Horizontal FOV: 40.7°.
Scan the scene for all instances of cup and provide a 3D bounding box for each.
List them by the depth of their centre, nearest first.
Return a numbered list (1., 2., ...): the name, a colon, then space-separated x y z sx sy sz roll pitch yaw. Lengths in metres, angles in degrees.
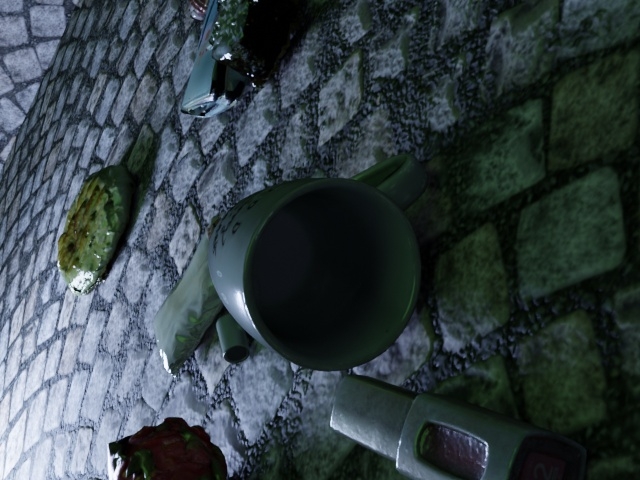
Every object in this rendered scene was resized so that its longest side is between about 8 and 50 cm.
1. cup: 0.000 0.000 0.937 0.258 0.186 0.234 -43 19 -12

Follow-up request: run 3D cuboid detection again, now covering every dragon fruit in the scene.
1. dragon fruit: -0.186 0.313 1.046 0.166 0.160 0.172 -42 33 0

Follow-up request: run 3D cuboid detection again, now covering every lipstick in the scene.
1. lipstick: 0.102 0.169 0.732 0.253 0.077 0.079 9 80 61

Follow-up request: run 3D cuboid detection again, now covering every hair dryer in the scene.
1. hair dryer: -0.088 0.101 1.134 0.124 0.038 0.063 -47 38 22

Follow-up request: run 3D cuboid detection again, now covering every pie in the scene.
1. pie: -0.477 -0.024 1.804 0.306 0.071 0.306 -36 44 46

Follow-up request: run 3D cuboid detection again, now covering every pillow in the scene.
1. pillow: -0.183 0.083 1.275 0.229 0.051 0.128 -57 40 24

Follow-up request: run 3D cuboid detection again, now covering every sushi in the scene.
1. sushi: -0.089 -0.357 1.322 0.147 0.115 0.213 -33 47 51

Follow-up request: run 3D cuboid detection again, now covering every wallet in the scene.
1. wallet: -0.163 -0.340 1.473 0.176 0.075 0.251 -4 70 62

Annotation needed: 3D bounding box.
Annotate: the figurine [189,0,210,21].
1. figurine: -0.219 -0.481 1.668 0.129 0.054 0.072 -47 41 37
